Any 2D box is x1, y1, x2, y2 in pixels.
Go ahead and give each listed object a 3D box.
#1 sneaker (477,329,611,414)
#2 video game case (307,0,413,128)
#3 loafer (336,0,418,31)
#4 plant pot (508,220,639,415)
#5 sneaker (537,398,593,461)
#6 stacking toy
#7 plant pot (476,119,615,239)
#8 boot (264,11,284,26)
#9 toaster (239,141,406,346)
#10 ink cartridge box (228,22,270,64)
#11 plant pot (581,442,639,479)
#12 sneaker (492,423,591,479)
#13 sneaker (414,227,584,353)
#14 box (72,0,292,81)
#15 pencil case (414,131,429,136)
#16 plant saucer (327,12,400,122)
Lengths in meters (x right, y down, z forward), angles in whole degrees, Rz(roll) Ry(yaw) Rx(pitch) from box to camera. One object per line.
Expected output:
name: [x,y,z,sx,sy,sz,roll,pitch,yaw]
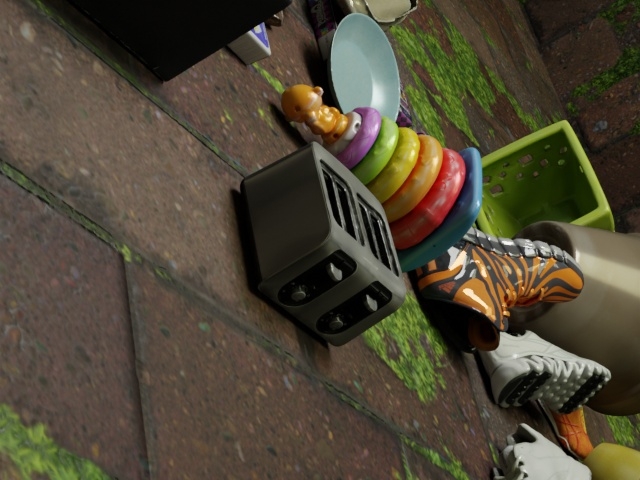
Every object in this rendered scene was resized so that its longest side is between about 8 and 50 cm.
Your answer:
sneaker: [0.350,0.196,1.984,0.292,0.110,0.118,17,31,-47]
video game case: [0.061,-0.314,2.095,0.232,0.042,0.210,39,29,-46]
loafer: [0.091,-0.400,2.084,0.102,0.092,0.268,60,19,0]
plant pot: [0.449,0.106,2.163,0.280,0.323,0.323,25,37,-33]
sneaker: [0.413,0.290,2.104,0.175,0.067,0.064,59,18,-10]
stacking toy: [0.063,-0.113,1.712,0.302,0.175,0.166,36,34,-23]
plant pot: [0.422,-0.050,2.379,0.207,0.227,0.228,45,23,-54]
boot: [-0.065,-0.345,1.832,0.106,0.037,0.114,19,43,-47]
toaster: [0.000,0.000,1.409,0.168,0.110,0.186,42,27,-45]
ink cartridge box: [-0.146,-0.356,1.621,0.208,0.045,0.206,44,26,-50]
plant pot: [0.478,0.385,2.073,0.095,0.134,0.134,41,9,29]
sneaker: [0.278,0.343,1.681,0.129,0.111,0.297,44,17,-2]
sneaker: [0.267,0.090,1.891,0.321,0.124,0.180,13,54,-27]
box: [-0.210,-0.406,1.344,0.312,0.179,0.343,40,29,-48]
pencil case: [0.185,-0.114,2.096,0.152,0.064,0.070,47,49,-37]
plant saucer: [0.057,-0.247,1.938,0.195,0.037,0.195,14,73,-55]
